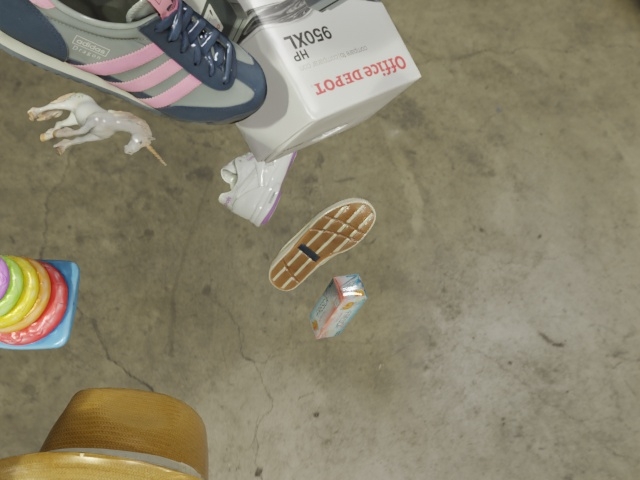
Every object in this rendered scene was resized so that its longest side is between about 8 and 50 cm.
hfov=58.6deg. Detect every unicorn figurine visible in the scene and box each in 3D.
[{"bbox_3d":[-0.286,-0.144,0.713,0.111,0.060,0.162,-33,69,-33],"label":"unicorn figurine"}]

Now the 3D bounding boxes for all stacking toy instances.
[{"bbox_3d":[-0.560,0.081,0.971,0.165,0.302,0.175,0,72,5],"label":"stacking toy"}]

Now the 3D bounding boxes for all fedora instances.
[{"bbox_3d":[-0.134,0.158,0.399,0.194,0.194,0.079,4,51,-6],"label":"fedora"}]

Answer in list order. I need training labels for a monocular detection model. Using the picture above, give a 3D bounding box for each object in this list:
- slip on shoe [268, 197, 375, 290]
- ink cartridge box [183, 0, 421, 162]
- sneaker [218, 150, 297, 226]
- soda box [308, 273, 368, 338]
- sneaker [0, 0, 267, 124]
[{"bbox_3d":[0.000,0.000,0.605,0.051,0.135,0.041,42,18,-15],"label":"slip on shoe"},{"bbox_3d":[-0.055,-0.363,0.916,0.285,0.166,0.395,-32,94,-39],"label":"ink cartridge box"},{"bbox_3d":[-0.146,-0.187,1.370,0.152,0.114,0.305,23,57,-9],"label":"sneaker"},{"bbox_3d":[0.033,0.141,1.196,0.062,0.183,0.058,-6,60,-24],"label":"soda box"},{"bbox_3d":[-0.157,-0.199,0.556,0.318,0.131,0.112,7,73,-44],"label":"sneaker"}]
